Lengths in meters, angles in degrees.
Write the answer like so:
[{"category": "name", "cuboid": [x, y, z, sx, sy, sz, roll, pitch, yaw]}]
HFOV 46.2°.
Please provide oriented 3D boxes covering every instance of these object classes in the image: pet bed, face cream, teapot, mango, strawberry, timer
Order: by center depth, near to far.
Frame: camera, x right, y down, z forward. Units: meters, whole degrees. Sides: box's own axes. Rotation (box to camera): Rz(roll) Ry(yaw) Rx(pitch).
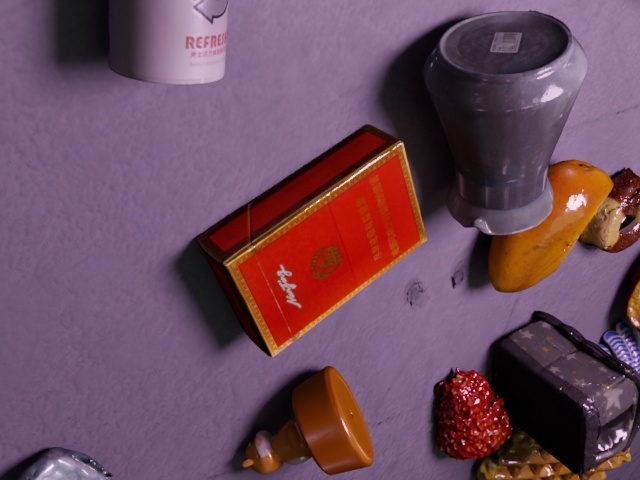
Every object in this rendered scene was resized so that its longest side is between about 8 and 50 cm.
[{"category": "face cream", "cuboid": [-0.116, -0.238, 0.585, 0.095, 0.096, 0.214, -10, 121, -33]}, {"category": "teapot", "cuboid": [0.214, -0.140, 0.871, 0.225, 0.171, 0.203, 79, 32, -43]}, {"category": "timer", "cuboid": [-0.027, 0.247, 0.943, 0.152, 0.132, 0.132, -26, 133, 7]}, {"category": "mango", "cuboid": [0.308, -0.019, 1.045, 0.217, 0.102, 0.141, -54, 158, 5]}, {"category": "pet bed", "cuboid": [0.397, 0.231, 1.178, 0.159, 0.211, 0.183, -25, 125, -21]}, {"category": "strawberry", "cuboid": [0.238, 0.284, 1.179, 0.121, 0.082, 0.188, -36, 135, -12]}]

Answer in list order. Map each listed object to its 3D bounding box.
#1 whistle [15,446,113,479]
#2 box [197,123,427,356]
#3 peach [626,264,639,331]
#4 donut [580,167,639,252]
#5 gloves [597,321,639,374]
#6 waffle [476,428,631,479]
[{"category": "whistle", "cuboid": [-0.223, 0.364, 0.840, 0.189, 0.189, 0.348, -36, 111, -16]}, {"category": "box", "cuboid": [0.000, -0.001, 0.835, 0.239, 0.074, 0.153, -36, 136, -17]}, {"category": "peach", "cuboid": [0.630, 0.090, 1.300, 0.192, 0.190, 0.190, -37, 132, -13]}, {"category": "donut", "cuboid": [0.473, -0.043, 1.187, 0.140, 0.059, 0.141, -21, 129, -27]}, {"category": "gloves", "cuboid": [0.544, 0.257, 1.402, 0.119, 0.097, 0.229, -13, 123, -68]}, {"category": "waffle", "cuboid": [0.426, 0.397, 1.355, 0.300, 0.058, 0.282, 22, 120, -35]}]
